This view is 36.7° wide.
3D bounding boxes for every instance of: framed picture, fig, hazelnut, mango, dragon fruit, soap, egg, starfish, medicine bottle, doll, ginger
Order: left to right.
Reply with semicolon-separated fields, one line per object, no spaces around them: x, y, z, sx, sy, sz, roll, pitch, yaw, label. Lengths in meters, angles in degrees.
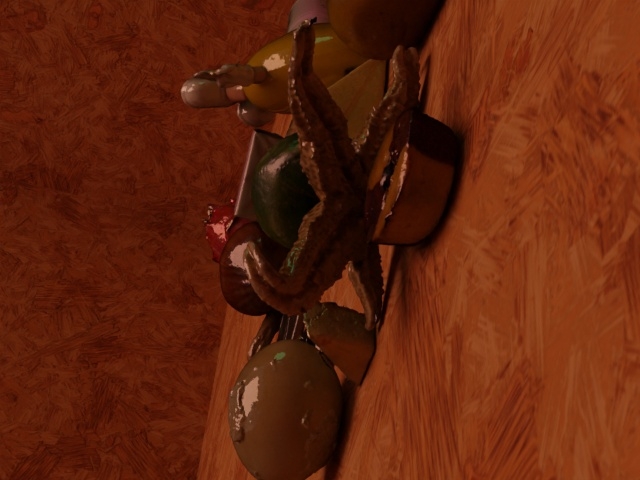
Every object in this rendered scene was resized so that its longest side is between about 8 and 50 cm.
-0.184;-0.012;2.368;0.210;0.268;0.205;-40;-26;-47;dragon fruit
-0.128;0.065;2.140;0.186;0.210;0.210;4;-77;-56;hazelnut
-0.118;0.200;2.139;0.173;0.051;0.069;-56;-1;-44;ginger
-0.085;-0.313;1.861;0.423;0.348;0.161;168;92;-77;doll
-0.085;0.271;2.011;0.232;0.024;0.315;-137;61;-81;framed picture
-0.082;-0.129;2.106;0.138;0.182;0.199;-144;68;-83;soap
-0.047;0.238;1.335;0.164;0.164;0.201;140;139;-76;egg
-0.007;-0.494;2.329;0.254;0.152;0.152;-88;15;-61;medicine bottle
-0.002;-0.089;1.482;0.235;0.203;0.203;-84;11;-67;fig
0.022;-0.102;1.216;0.324;0.082;0.432;27;-110;-53;starfish
0.102;-0.371;1.397;0.262;0.167;0.130;122;147;-54;mango

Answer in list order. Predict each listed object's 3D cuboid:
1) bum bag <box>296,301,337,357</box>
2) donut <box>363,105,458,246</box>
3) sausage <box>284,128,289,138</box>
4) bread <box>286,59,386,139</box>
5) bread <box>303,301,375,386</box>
-0.021;0.181;1.587;0.232;0.060;0.107;123;168;-60;bum bag
0.103;-0.068;1.121;0.184;0.073;0.166;120;164;-67;donut
-0.072;-0.284;2.747;0.054;0.059;0.094;-12;-53;-49;sausage
0.072;-0.183;1.659;0.264;0.163;0.168;-40;-17;-34;bread
0.015;0.137;1.273;0.084;0.109;0.080;-95;23;-54;bread
